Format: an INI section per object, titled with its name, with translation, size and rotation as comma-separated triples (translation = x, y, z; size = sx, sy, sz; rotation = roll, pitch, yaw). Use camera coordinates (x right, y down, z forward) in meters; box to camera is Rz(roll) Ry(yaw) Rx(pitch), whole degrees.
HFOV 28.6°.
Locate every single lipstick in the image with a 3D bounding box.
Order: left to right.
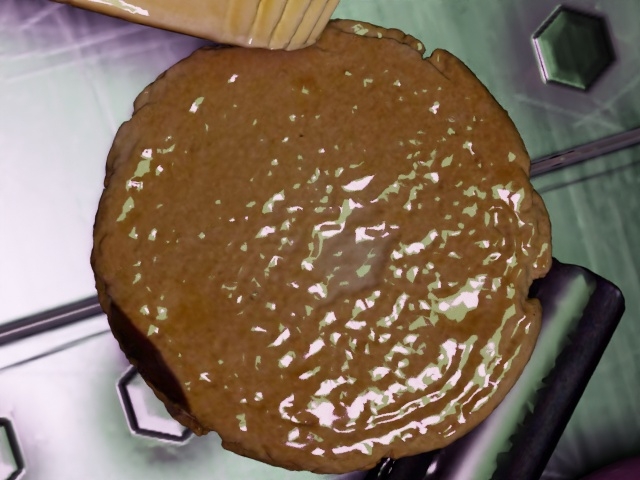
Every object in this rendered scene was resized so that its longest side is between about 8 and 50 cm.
[lipstick]
translation = 0.020, 0.193, 0.606
size = 0.077, 0.077, 0.418
rotation = 31, 85, -10

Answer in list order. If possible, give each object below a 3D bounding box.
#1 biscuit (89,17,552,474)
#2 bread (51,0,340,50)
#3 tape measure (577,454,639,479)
[biscuit]
translation = 0.000, 0.000, 0.592
size = 0.226, 0.042, 0.226
rotation = -1, 79, 6
[bread]
translation = -0.107, -0.185, 0.549
size = 0.288, 0.152, 0.119
rotation = 14, 125, -11
[tape measure]
translation = 0.197, 0.224, 0.610
size = 0.231, 0.149, 0.245
rotation = -19, 101, -1
